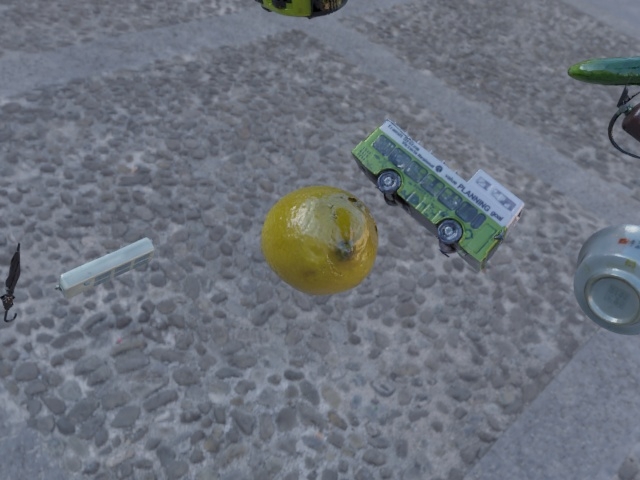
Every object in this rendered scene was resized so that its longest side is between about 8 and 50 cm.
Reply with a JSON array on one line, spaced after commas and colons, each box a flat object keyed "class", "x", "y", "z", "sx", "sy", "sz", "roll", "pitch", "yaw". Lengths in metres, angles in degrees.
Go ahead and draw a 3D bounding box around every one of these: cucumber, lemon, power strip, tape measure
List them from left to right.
[{"class": "power strip", "x": -0.396, "y": 0.050, "z": 1.125, "sx": 0.192, "sy": 0.081, "sz": 0.035, "roll": -28, "pitch": 85, "yaw": -28}, {"class": "tape measure", "x": -0.033, "y": -0.543, "z": 1.307, "sx": 0.199, "sy": 0.112, "sz": 0.186, "roll": -27, "pitch": 40, "yaw": -20}, {"class": "lemon", "x": -0.008, "y": -0.002, "z": 1.257, "sx": 0.254, "sy": 0.228, "sz": 0.228, "roll": 11, "pitch": 37, "yaw": 32}, {"class": "cucumber", "x": 0.567, "y": -0.298, "z": 1.058, "sx": 0.250, "sy": 0.056, "sz": 0.056, "roll": 0, "pitch": 42, "yaw": 12}]

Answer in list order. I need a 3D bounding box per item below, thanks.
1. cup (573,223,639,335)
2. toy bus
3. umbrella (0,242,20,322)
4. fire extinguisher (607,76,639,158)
[{"class": "cup", "x": 0.893, "y": 0.141, "z": 1.781, "sx": 0.163, "sy": 0.347, "sz": 0.347, "roll": -30, "pitch": 59, "yaw": -36}, {"class": "toy bus", "x": 0.200, "y": -0.088, "z": 1.063, "sx": 0.302, "sy": 0.113, "sz": 0.139, "roll": 42, "pitch": 89, "yaw": 18}, {"class": "umbrella", "x": -0.378, "y": 0.055, "z": 0.739, "sx": 0.013, "sy": 0.122, "sz": 0.022, "roll": 35, "pitch": 32, "yaw": 25}, {"class": "fire extinguisher", "x": 0.413, "y": -0.120, "z": 0.737, "sx": 0.157, "sy": 0.078, "sz": 0.045, "roll": 41, "pitch": 43, "yaw": 9}]
